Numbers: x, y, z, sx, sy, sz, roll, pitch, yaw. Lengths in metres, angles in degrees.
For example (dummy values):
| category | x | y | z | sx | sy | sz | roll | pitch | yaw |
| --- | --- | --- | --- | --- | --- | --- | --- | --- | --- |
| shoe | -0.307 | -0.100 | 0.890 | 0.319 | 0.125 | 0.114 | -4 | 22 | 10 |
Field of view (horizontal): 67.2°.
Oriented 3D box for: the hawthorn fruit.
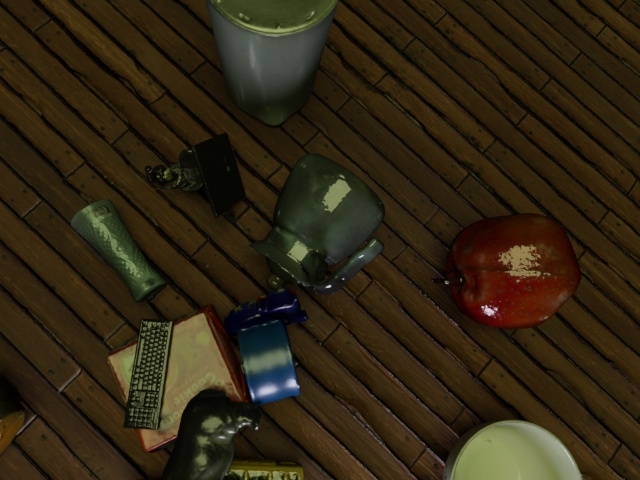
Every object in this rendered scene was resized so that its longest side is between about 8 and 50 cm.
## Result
| category | x | y | z | sx | sy | sz | roll | pitch | yaw |
| --- | --- | --- | --- | --- | --- | --- | --- | --- | --- |
| hawthorn fruit | 0.374 | 0.067 | 1.020 | 0.300 | 0.254 | 0.254 | -3 | 78 | -19 |

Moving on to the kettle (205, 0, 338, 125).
| category | x | y | z | sx | sy | sz | roll | pitch | yaw |
| --- | --- | --- | --- | --- | --- | --- | --- | --- | --- |
| kettle | -0.114 | -0.484 | 1.018 | 0.250 | 0.377 | 0.361 | -10 | 80 | -9 |

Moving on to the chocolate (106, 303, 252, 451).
| category | x | y | z | sx | sy | sz | roll | pitch | yaw |
| --- | --- | --- | --- | --- | --- | --- | --- | --- | --- |
| chocolate | -0.284 | 0.278 | 0.978 | 0.237 | 0.108 | 0.235 | -23 | 83 | -12 |

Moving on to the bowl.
| category | x | y | z | sx | sy | sz | roll | pitch | yaw |
| --- | --- | --- | --- | --- | --- | --- | --- | --- | --- |
| bowl | 0.372 | 0.503 | 0.986 | 0.277 | 0.145 | 0.277 | 2 | 77 | -8 |

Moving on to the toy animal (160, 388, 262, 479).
| category | x | y | z | sx | sy | sz | roll | pitch | yaw |
| --- | --- | --- | --- | --- | --- | --- | --- | --- | --- |
| toy animal | -0.224 | 0.434 | 0.836 | 0.168 | 0.106 | 0.343 | 29 | 73 | 3 |

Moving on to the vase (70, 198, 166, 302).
| category | x | y | z | sx | sy | sz | roll | pitch | yaw |
| --- | --- | --- | --- | --- | --- | --- | --- | --- | --- |
| vase | -0.423 | 0.026 | 1.024 | 0.096 | 0.096 | 0.219 | -38 | 87 | -13 |

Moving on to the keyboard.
| category | x | y | z | sx | sy | sz | roll | pitch | yaw |
| --- | --- | --- | --- | --- | --- | --- | --- | --- | --- |
| keyboard | -0.326 | 0.253 | 0.918 | 0.067 | 0.011 | 0.202 | 6 | 78 | -5 |

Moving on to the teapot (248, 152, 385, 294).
| category | x | y | z | sx | sy | sz | roll | pitch | yaw |
| --- | --- | --- | --- | --- | --- | --- | --- | --- | --- |
| teapot | 0.005 | 0.006 | 1.004 | 0.305 | 0.223 | 0.285 | 34 | 85 | 28 |

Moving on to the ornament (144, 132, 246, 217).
| category | x | y | z | sx | sy | sz | roll | pitch | yaw |
| --- | --- | --- | --- | --- | --- | --- | --- | --- | --- |
| ornament | -0.296 | -0.137 | 1.071 | 0.196 | 0.166 | 0.153 | -6 | 110 | 20 |

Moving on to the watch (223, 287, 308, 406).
| category | x | y | z | sx | sy | sz | roll | pitch | yaw |
| --- | --- | --- | --- | --- | --- | --- | --- | --- | --- |
| watch | -0.102 | 0.221 | 0.970 | 0.171 | 0.196 | 0.200 | -14 | 73 | 0 |

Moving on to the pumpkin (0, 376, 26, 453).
| category | x | y | z | sx | sy | sz | roll | pitch | yaw |
| --- | --- | --- | --- | --- | --- | --- | --- | --- | --- |
| pumpkin | -0.663 | 0.364 | 0.916 | 0.131 | 0.126 | 0.248 | 39 | 95 | -5 |

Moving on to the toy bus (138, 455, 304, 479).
| category | x | y | z | sx | sy | sz | roll | pitch | yaw |
| --- | --- | --- | --- | --- | --- | --- | --- | --- | --- |
| toy bus | -0.199 | 0.487 | 0.937 | 0.335 | 0.121 | 0.123 | 5 | 72 | -5 |
